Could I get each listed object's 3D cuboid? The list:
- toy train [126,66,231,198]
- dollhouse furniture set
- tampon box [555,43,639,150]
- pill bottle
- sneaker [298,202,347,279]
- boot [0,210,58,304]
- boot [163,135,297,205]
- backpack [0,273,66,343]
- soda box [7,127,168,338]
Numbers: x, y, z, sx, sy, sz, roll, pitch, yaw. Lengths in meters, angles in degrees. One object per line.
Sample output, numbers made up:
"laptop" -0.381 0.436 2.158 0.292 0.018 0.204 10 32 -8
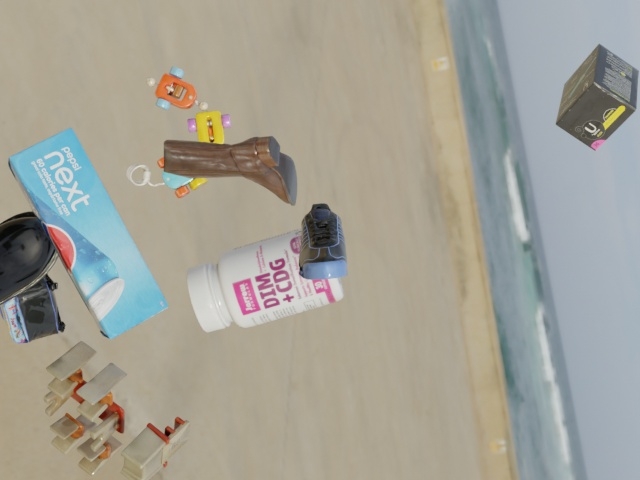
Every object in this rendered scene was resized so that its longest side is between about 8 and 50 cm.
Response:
"toy train" -0.189 -0.140 1.221 0.046 0.125 0.166 133 -24 -85
"dollhouse furniture set" -0.394 0.339 1.749 0.135 0.259 0.262 -43 158 -40
"tampon box" 0.545 -0.281 1.790 0.120 0.101 0.161 -53 -173 43
"pill bottle" -0.108 0.079 1.799 0.160 0.283 0.160 -17 90 -87
"sneaker" 0.000 0.000 1.491 0.232 0.081 0.090 -108 -167 -77
"boot" -0.612 0.074 1.619 0.131 0.348 0.260 51 -11 -7
"boot" -0.086 -0.065 0.870 0.106 0.114 0.037 63 29 -54
"backpack" -0.624 0.110 1.928 0.173 0.117 0.158 50 -31 41
"soda box" -0.242 -0.005 0.948 0.210 0.071 0.067 62 -18 -6
